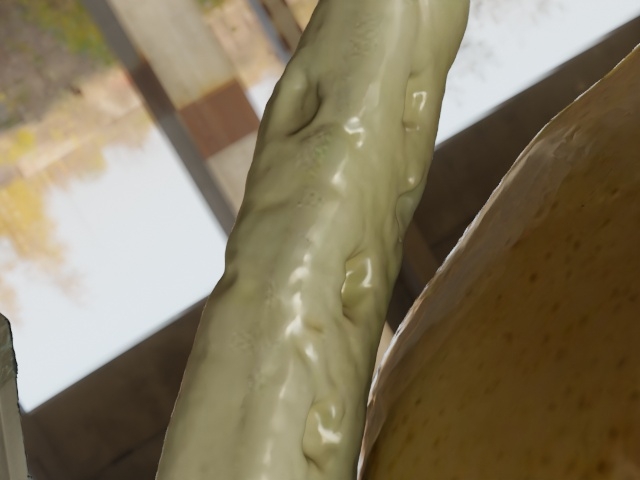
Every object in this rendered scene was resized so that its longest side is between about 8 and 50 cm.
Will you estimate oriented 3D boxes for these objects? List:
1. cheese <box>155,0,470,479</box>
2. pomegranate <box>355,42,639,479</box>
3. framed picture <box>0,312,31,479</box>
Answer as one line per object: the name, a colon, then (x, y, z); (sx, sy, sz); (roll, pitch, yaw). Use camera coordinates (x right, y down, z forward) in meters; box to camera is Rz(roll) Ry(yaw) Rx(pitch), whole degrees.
cheese: (0.000, 0.000, 0.453); (0.043, 0.065, 0.194); (6, -105, 37)
pomegranate: (0.209, 0.080, 0.495); (0.416, 0.417, 0.416); (-30, -171, 5)
framed picture: (-0.215, 0.073, 0.799); (0.016, 0.184, 0.250); (-41, 154, -32)
